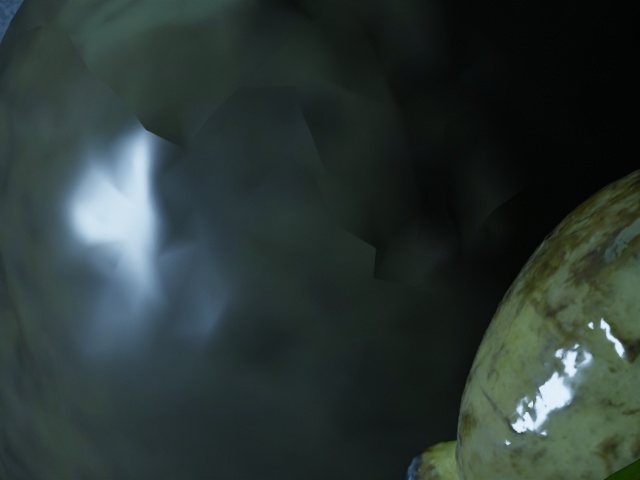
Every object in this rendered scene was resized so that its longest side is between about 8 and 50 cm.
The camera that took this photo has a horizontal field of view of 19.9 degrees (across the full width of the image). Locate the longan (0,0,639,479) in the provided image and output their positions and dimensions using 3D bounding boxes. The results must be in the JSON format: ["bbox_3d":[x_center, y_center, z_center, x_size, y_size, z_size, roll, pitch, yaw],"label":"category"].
[{"bbox_3d":[0.009,-0.004,0.974,0.404,0.404,0.436,-32,-26,-39],"label":"longan"}]

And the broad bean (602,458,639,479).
[{"bbox_3d":[0.080,0.127,0.630,0.214,0.048,0.070,-35,1,-7],"label":"broad bean"}]

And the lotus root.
[{"bbox_3d":[0.126,0.055,0.719,0.214,0.138,0.138,-44,-4,19],"label":"lotus root"}]
